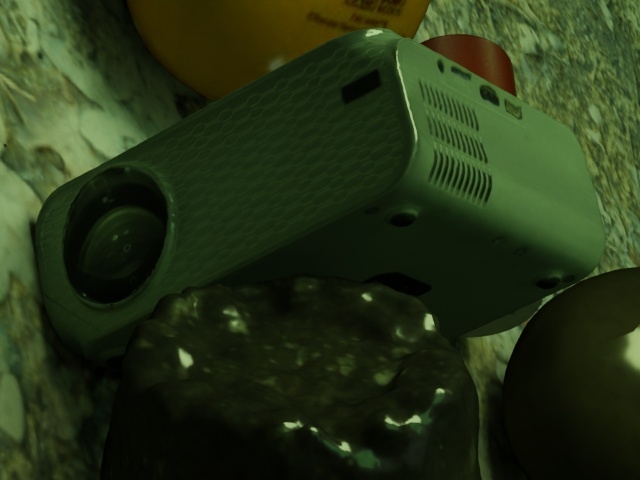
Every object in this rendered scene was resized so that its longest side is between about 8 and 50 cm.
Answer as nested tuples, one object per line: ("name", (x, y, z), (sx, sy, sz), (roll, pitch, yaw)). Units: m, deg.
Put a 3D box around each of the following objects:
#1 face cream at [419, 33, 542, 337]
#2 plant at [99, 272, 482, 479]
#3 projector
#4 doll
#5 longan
("face cream", (0.105, -0.043, 1.434), (0.096, 0.096, 0.214), (36, 39, -40))
("plant", (-0.014, 0.166, 0.952), (0.188, 0.199, 0.276), (-134, -139, -63))
("projector", (0.000, 0.000, 1.074), (0.198, 0.250, 0.108), (23, 50, -51))
("doll", (-0.046, -0.190, 1.249), (0.236, 0.213, 0.213), (30, 7, 38))
("longan", (0.223, 0.117, 1.410), (0.212, 0.198, 0.198), (-4, 70, -43))
